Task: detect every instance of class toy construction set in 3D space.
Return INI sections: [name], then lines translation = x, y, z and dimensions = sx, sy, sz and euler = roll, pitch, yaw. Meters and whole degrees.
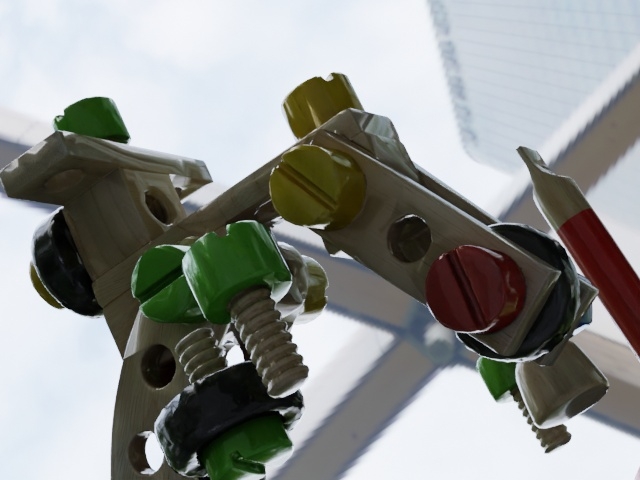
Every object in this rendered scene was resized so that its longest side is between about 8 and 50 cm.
[toy construction set]
translation = 0.000, 0.000, 0.758
dimensions = 0.309, 0.257, 0.237
euler = -10, -120, -37

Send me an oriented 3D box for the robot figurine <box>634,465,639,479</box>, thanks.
[robot figurine]
translation = 0.257, 0.179, 0.963
dimensions = 0.128, 0.219, 0.158
euler = 8, -83, 3
